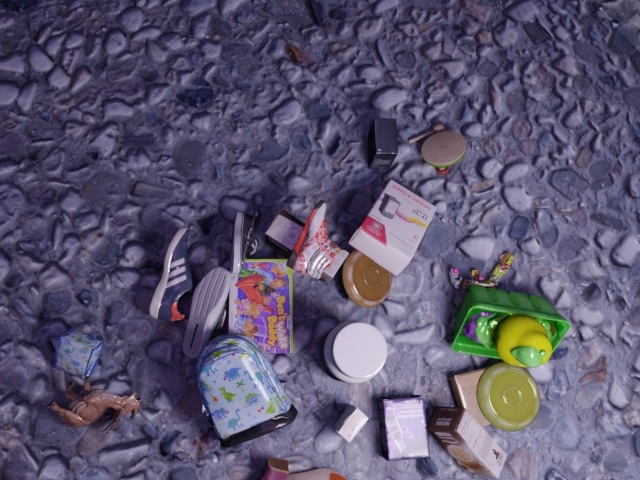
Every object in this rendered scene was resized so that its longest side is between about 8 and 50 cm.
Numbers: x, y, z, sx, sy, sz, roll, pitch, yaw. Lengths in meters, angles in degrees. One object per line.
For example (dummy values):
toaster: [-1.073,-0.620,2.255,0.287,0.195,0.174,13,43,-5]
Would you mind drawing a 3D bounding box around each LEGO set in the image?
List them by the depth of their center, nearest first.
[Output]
LEGO set: [-0.197,0.179,1.796,0.083,0.023,0.054,34,72,18]
LEGO set: [0.657,0.133,1.922,0.286,0.107,0.132,-16,77,-9]

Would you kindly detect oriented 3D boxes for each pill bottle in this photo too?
pill bottle: [0.104,0.379,1.672,0.204,0.361,0.204,1,75,-5]

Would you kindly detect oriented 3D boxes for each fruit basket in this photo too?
fruit basket: [0.676,0.343,1.730,0.391,0.283,0.392,7,38,-6]

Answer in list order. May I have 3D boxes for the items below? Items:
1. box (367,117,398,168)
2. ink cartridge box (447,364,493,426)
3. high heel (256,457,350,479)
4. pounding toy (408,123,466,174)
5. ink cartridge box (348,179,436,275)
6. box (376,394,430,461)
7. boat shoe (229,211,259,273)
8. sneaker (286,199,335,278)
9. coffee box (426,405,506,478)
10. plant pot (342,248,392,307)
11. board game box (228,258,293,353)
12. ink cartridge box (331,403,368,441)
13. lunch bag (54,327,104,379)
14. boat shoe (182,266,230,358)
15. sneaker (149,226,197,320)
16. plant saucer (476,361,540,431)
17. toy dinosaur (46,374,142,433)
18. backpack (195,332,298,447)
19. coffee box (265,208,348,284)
box: [0.250,-0.390,1.998,0.093,0.158,0.156,1,76,-5]
ink cartridge box: [0.611,0.568,1.810,0.234,0.088,0.193,-10,75,-8]
high heel: [-0.041,0.873,1.683,0.377,0.127,0.181,22,103,-3]
pounding toy: [0.504,-0.367,2.060,0.183,0.110,0.237,-32,51,-2]
ink cartridge box: [0.279,-0.055,1.874,0.226,0.131,0.306,32,54,3]
box: [0.292,0.662,1.746,0.153,0.108,0.207,-3,75,-7]
boat shoe: [-0.278,0.009,1.826,0.102,0.108,0.301,10,38,-13]
sneaker: [0.000,0.001,1.734,0.145,0.090,0.270,25,78,1]
coffee box: [0.500,0.691,1.694,0.246,0.141,0.098,48,55,-11]
plant pot: [0.187,0.136,1.860,0.236,0.032,0.236,6,80,-34]
board game box: [-0.219,0.245,1.826,0.233,0.078,0.347,0,75,-5]
ink cartridge box: [0.102,0.630,1.698,0.061,0.181,0.104,41,76,6]
lunch bag: [-0.848,0.404,1.718,0.128,0.096,0.151,24,103,2]
boat shoe: [-0.401,0.260,1.783,0.121,0.119,0.335,17,83,22]
sneaker: [-0.508,0.128,1.815,0.148,0.131,0.350,15,80,-8]
plant saucer: [0.680,0.556,1.757,0.240,0.037,0.241,2,75,-7]
toy dinosaur: [-0.784,0.579,1.670,0.295,0.127,0.200,-19,113,6]
backpack: [-0.273,0.484,1.644,0.290,0.273,0.356,-20,81,1]
coffee box: [-0.056,0.028,1.853,0.297,0.168,0.119,33,75,3]
